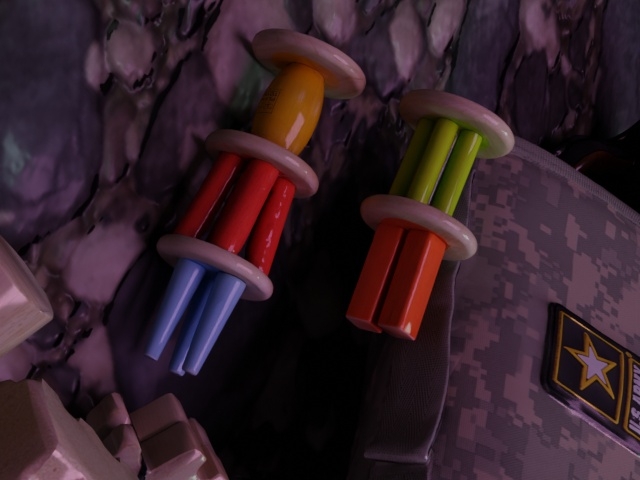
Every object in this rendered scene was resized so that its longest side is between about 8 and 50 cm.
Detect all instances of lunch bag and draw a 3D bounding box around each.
[{"bbox_3d":[0.100,0.116,0.781,0.287,0.169,0.235,65,28,-42],"label":"lunch bag"}]

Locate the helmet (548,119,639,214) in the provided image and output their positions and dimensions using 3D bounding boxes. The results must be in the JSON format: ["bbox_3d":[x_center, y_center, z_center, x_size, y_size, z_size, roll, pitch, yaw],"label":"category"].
[{"bbox_3d":[0.213,0.001,0.952,0.161,0.169,0.169,-15,115,-35],"label":"helmet"}]

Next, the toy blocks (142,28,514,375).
[{"bbox_3d":[0.000,0.000,0.682,0.054,0.123,0.148,100,14,-75],"label":"toy blocks"}]

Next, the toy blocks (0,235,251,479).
[{"bbox_3d":[-0.122,0.196,0.530,0.260,0.309,0.288,-37,126,1],"label":"toy blocks"}]
